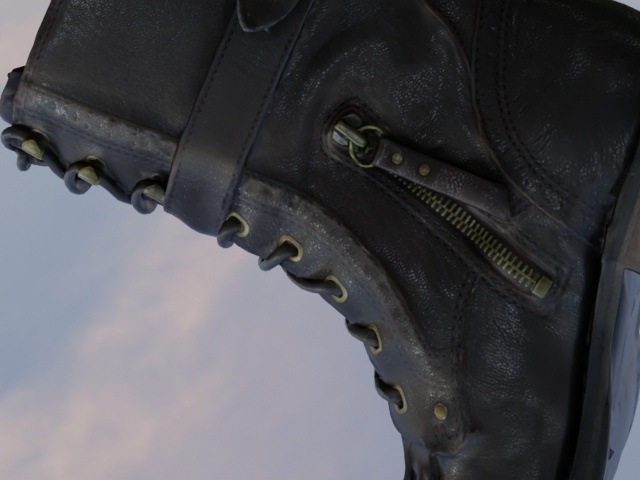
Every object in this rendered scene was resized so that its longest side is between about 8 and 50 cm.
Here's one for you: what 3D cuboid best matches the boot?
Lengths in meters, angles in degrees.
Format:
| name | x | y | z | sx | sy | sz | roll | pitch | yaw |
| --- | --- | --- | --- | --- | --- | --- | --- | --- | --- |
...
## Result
| name | x | y | z | sx | sy | sz | roll | pitch | yaw |
| --- | --- | --- | --- | --- | --- | --- | --- | --- | --- |
| boot | 0.000 | 0.000 | 0.583 | 0.229 | 0.263 | 0.091 | 22 | -169 | 11 |
